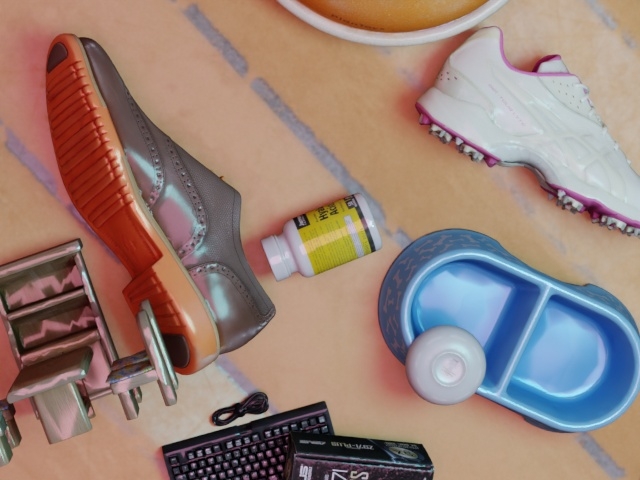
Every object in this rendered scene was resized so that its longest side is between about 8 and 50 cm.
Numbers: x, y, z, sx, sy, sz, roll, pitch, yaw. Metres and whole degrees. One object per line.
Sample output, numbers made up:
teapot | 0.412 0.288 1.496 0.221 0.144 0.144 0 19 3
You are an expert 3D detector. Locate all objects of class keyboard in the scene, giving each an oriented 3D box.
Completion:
keyboard | -0.074 0.218 1.757 0.180 0.023 0.108 -15 96 -4

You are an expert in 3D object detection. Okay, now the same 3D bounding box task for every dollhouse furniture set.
dollhouse furniture set | -0.265 0.100 1.620 0.212 0.242 0.161 -19 96 -3

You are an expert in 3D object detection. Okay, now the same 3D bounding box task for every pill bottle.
pill bottle | 0.000 0.000 1.721 0.116 0.065 0.065 -22 97 -3

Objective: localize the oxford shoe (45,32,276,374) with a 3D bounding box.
oxford shoe | -0.166 -0.050 1.695 0.133 0.130 0.363 -26 94 -30

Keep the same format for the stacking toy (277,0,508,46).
stacking toy | 0.090 -0.352 1.487 0.351 0.480 0.350 0 96 -5

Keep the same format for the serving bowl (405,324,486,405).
serving bowl | 0.129 0.128 1.688 0.083 0.027 0.083 0 95 -5

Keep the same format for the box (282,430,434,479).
box | 0.030 0.299 1.734 0.147 0.077 0.180 7 100 -7

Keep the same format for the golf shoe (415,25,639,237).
golf shoe | 0.254 -0.108 1.710 0.306 0.115 0.140 28 89 -8

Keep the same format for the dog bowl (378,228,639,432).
dog bowl | 0.207 0.101 1.743 0.297 0.074 0.166 25 93 -7
